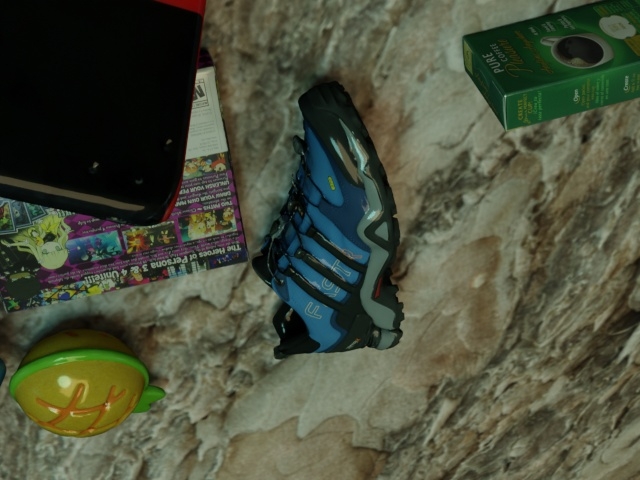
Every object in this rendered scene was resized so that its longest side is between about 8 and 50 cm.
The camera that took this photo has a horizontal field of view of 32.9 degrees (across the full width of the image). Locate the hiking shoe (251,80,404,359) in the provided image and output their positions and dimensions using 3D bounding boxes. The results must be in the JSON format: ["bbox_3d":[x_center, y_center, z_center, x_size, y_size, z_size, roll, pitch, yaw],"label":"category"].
[{"bbox_3d":[0.000,0.000,0.999,0.132,0.113,0.304,-14,127,-6],"label":"hiking shoe"}]

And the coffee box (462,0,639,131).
[{"bbox_3d":[0.228,-0.160,0.950,0.184,0.113,0.040,-15,130,-6],"label":"coffee box"}]

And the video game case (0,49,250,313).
[{"bbox_3d":[-0.191,-0.047,0.957,0.232,0.042,0.210,-13,127,-6],"label":"video game case"}]

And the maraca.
[{"bbox_3d":[-0.225,0.145,1.056,0.127,0.099,0.186,-16,153,8],"label":"maraca"}]

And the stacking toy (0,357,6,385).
[{"bbox_3d":[-0.449,0.126,0.953,0.301,0.175,0.166,23,79,-9],"label":"stacking toy"}]

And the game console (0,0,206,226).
[{"bbox_3d":[-0.251,-0.207,0.685,0.386,0.060,0.342,12,78,-22],"label":"game console"}]
